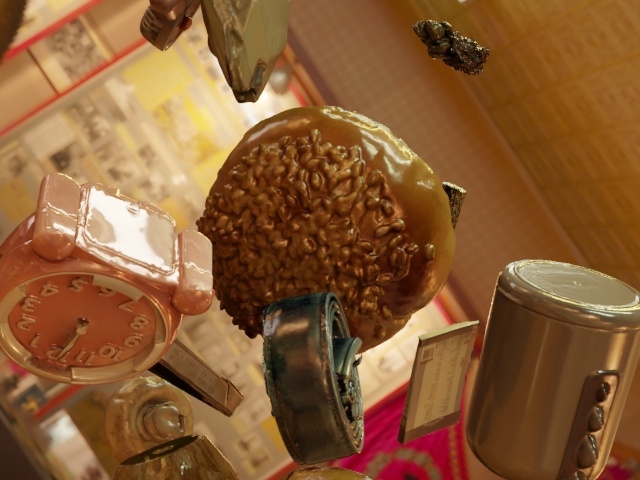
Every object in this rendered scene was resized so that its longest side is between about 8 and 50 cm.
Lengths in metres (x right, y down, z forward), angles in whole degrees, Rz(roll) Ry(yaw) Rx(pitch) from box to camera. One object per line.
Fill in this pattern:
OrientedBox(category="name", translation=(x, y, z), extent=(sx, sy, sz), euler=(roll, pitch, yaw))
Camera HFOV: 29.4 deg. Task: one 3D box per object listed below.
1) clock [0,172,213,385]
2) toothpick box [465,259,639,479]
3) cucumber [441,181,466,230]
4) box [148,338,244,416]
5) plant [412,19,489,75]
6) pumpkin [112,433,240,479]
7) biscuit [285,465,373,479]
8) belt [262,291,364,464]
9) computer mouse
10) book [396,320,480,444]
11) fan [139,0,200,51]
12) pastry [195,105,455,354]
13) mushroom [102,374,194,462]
OrientedBox(category="clock", translation=(-0.270, 0.059, 1.399), extent=(0.227, 0.241, 0.142), euler=(24, 35, -25))
OrientedBox(category="toothpick box", translation=(0.319, 0.207, 1.660), extent=(0.229, 0.229, 0.316), euler=(-137, -125, -62))
OrientedBox(category="cucumber", translation=(0.227, -0.019, 2.317), extent=(0.058, 0.187, 0.058), euler=(15, 1, 0))
OrientedBox(category="box", translation=(-0.240, 0.166, 1.796), extent=(0.180, 0.047, 0.325), euler=(26, -12, 22))
OrientedBox(category="plant", translation=(0.247, -0.363, 2.295), extent=(0.174, 0.087, 0.085), euler=(27, -33, -30))
OrientedBox(category="pumpkin", translation=(-0.229, 0.347, 1.788), extent=(0.217, 0.218, 0.110), euler=(87, -10, -77))
OrientedBox(category="biscuit", translation=(0.050, 0.488, 1.959), extent=(0.296, 0.102, 0.296), euler=(18, -45, 19))
OrientedBox(category="belt", translation=(-0.002, 0.170, 1.599), extent=(0.267, 0.116, 0.206), euler=(-84, 160, -65))
OrientedBox(category="computer mouse", translation=(-0.138, -0.441, 2.032), extent=(0.228, 0.146, 0.428), euler=(57, 37, -73))
OrientedBox(category="book", translation=(0.221, 0.266, 2.306), extent=(0.026, 0.158, 0.231), euler=(33, -56, 42))
OrientedBox(category="fan", translation=(-0.251, -0.391, 2.051), extent=(0.074, 0.130, 0.244), euler=(36, -1, -4))
OrientedBox(category="pastry", translation=(0.000, 0.000, 1.817), extent=(0.409, 0.410, 0.245), euler=(58, 27, -15))
OrientedBox(category="mushroom", translation=(-0.291, 0.310, 2.089), extent=(0.127, 0.166, 0.166), euler=(-23, -77, 44))
